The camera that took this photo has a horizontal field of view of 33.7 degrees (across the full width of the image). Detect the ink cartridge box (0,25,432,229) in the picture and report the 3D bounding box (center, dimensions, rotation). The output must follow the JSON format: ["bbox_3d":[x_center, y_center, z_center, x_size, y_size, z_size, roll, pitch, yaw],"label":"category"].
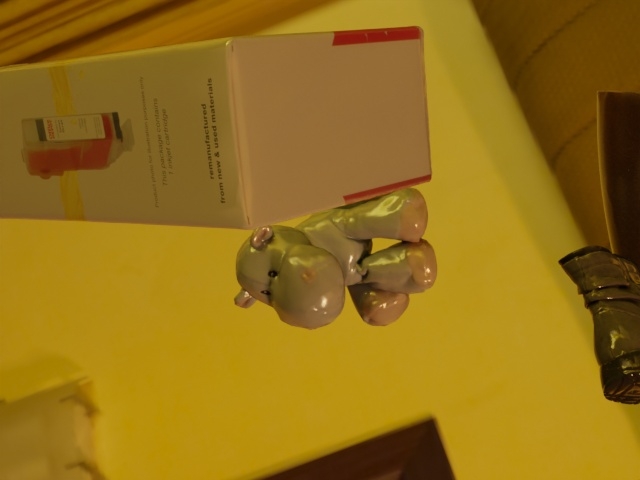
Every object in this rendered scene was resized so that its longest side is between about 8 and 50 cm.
[{"bbox_3d":[-0.124,-0.115,1.054,0.279,0.384,0.161,-18,-74,-48],"label":"ink cartridge box"}]

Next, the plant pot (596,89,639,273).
[{"bbox_3d":[0.448,-0.067,1.354,0.215,0.215,0.231,-57,-26,-82],"label":"plant pot"}]

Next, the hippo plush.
[{"bbox_3d":[0.000,0.000,1.500,0.236,0.234,0.294,-14,-136,-45],"label":"hippo plush"}]

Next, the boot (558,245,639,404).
[{"bbox_3d":[0.343,0.093,1.089,0.246,0.083,0.161,24,-135,-44],"label":"boot"}]
